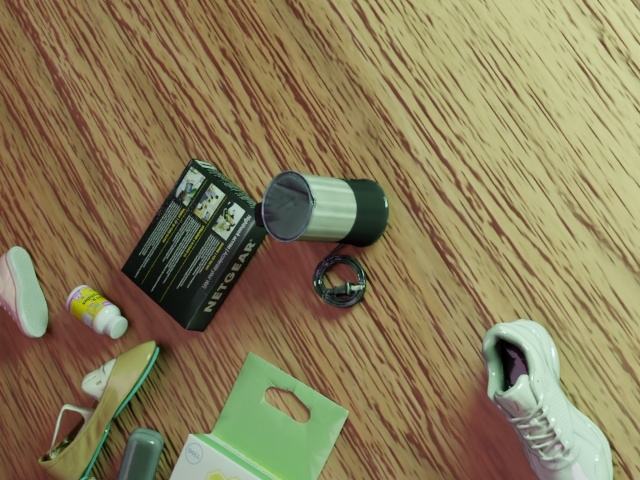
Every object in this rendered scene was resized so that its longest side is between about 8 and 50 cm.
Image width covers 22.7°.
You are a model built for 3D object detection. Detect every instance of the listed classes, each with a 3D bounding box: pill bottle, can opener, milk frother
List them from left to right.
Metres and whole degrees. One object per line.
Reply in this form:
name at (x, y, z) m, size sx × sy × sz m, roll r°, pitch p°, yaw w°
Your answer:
pill bottle at (-0.292, 0.095, 2.089) m, size 0.083 × 0.043 × 0.043 m, roll 32°, pitch 100°, yaw 29°
can opener at (-0.238, 0.379, 2.018) m, size 0.093 × 0.074 × 0.280 m, roll 11°, pitch 91°, yaw -3°
milk frother at (0.000, 0.000, 1.875) m, size 0.129 × 0.135 × 0.143 m, roll -31°, pitch 67°, yaw 39°

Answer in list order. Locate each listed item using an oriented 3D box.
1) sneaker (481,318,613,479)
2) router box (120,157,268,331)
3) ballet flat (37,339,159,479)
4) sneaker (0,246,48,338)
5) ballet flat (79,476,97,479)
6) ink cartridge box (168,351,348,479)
sneaker at (0.232, 0.191, 1.727) m, size 0.090 × 0.115 × 0.232 m, roll -36°, pitch 67°, yaw 22°
router box at (-0.157, 0.007, 2.020) m, size 0.133 × 0.046 × 0.179 m, roll 40°, pitch 104°, yaw 27°
ballet flat at (-0.290, 0.216, 2.045) m, size 0.073 × 0.080 × 0.232 m, roll 29°, pitch 102°, yaw -9°
sneaker at (-0.416, 0.081, 2.161) m, size 0.070 × 0.051 × 0.134 m, roll -30°, pitch 67°, yaw 26°
ballet flat at (-0.320, 0.402, 2.057) m, size 0.067 × 0.073 × 0.206 m, roll 34°, pitch 110°, yaw 21°
ink cartridge box at (-0.087, 0.275, 1.942) m, size 0.171 × 0.056 × 0.235 m, roll 29°, pitch 100°, yaw 31°
